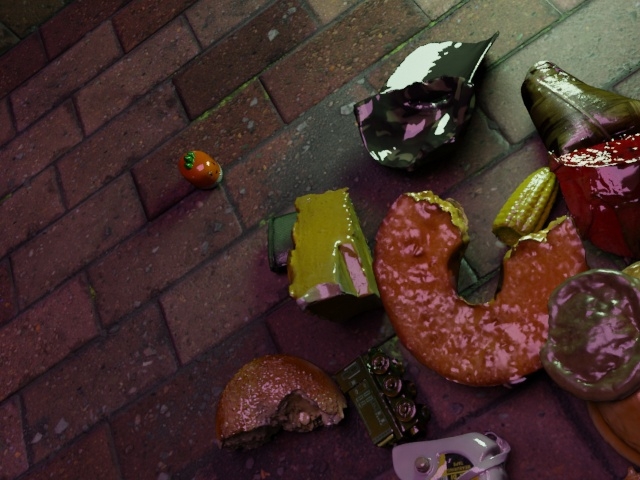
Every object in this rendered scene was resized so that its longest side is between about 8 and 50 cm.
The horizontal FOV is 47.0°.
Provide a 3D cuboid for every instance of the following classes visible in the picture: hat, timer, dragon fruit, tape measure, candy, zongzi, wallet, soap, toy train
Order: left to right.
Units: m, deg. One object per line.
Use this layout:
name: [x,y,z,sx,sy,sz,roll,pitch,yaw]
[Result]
timer: [-0.351,-0.212,2.115,0.136,0.136,0.099,13,66,33]
wallet: [-0.022,-0.010,1.873,0.236,0.055,0.160,-13,64,17]
soap: [0.000,0.000,1.657,0.169,0.304,0.338,-23,71,13]
toy train: [0.135,0.341,1.583,0.137,0.090,0.225,-38,53,13]
hat: [0.307,-0.353,1.852,0.382,0.257,0.366,-31,26,-35]
tape measure: [0.259,0.473,1.420,0.236,0.120,0.197,-18,51,24]
candy: [0.464,-0.082,1.628,0.198,0.094,0.106,-57,17,-14]
zongzi: [0.618,-0.311,1.639,0.288,0.134,0.285,-26,61,16]
dragon fruit: [0.661,-0.098,1.487,0.344,0.100,0.282,-15,84,5]

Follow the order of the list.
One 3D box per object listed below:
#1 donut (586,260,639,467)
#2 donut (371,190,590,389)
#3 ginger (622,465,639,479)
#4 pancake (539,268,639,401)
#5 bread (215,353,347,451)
donut: [0.676,0.210,1.297,0.449,0.198,0.448,-14,58,23]
donut: [0.322,0.097,1.515,0.435,0.163,0.377,19,95,24]
ginger: [0.599,0.489,1.279,0.176,0.052,0.193,-12,52,21]
pancake: [0.485,0.162,1.292,0.222,0.042,0.236,25,87,46]
bread: [-0.101,0.346,1.651,0.314,0.171,0.191,-17,61,18]
